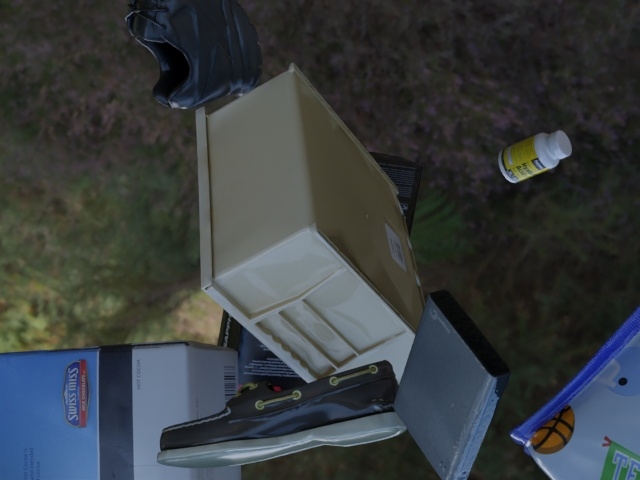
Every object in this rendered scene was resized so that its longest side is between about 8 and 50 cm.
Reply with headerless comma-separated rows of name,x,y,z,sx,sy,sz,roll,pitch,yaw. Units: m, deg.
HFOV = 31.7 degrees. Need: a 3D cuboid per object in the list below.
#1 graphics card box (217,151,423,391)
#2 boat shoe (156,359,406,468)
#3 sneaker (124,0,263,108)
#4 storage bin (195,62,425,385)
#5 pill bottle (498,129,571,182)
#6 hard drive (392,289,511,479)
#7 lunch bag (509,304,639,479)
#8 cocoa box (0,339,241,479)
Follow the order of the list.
graphics card box,-0.007,0.054,1.553,0.233,0.371,0.094,5,-169,-24
boat shoe,-0.039,0.160,1.025,0.228,0.068,0.081,-10,161,4
sneaker,-0.151,-0.272,1.195,0.109,0.130,0.286,14,125,50
storage bin,0.000,0.000,1.159,0.123,0.262,0.260,-28,131,18
pill bottle,0.370,-0.147,1.938,0.116,0.065,0.065,-24,136,39
hard drive,0.102,0.118,0.895,0.022,0.135,0.094,-12,-134,-27
lunch bag,0.406,0.146,0.931,0.328,0.385,0.239,47,180,20
cocoa box,-0.222,0.292,1.260,0.228,0.347,0.231,-4,172,9
